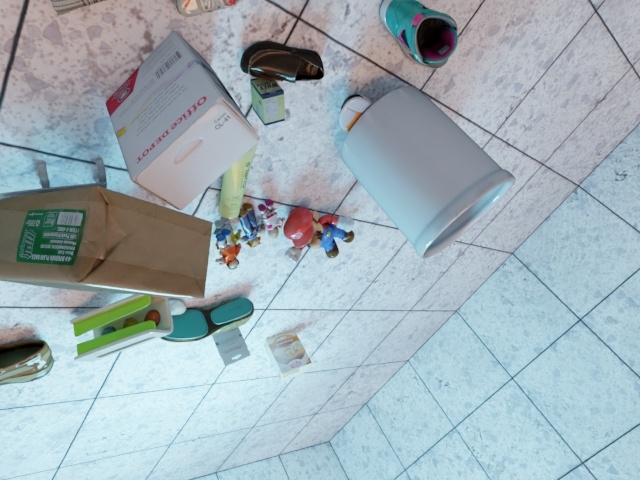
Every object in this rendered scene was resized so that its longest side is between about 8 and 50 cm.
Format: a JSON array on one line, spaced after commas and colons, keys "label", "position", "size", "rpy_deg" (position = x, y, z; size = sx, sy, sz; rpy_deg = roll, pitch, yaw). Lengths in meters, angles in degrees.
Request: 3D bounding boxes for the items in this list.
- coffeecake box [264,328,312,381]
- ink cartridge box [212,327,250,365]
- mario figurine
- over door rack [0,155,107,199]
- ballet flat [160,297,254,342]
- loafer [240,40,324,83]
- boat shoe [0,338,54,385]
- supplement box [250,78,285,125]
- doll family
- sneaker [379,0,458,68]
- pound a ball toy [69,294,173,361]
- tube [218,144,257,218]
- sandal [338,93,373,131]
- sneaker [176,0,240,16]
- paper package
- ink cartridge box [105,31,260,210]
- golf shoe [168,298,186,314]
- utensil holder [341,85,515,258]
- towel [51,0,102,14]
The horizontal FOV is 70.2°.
[{"label": "coffeecake box", "position": [-0.142, 0.498, 1.981], "size": [0.142, 0.185, 0.068], "rpy_deg": [-15, 140, -25]}, {"label": "ink cartridge box", "position": [-0.338, 0.393, 1.712], "size": [0.104, 0.180, 0.060], "rpy_deg": [-20, 142, -18]}, {"label": "mario figurine", "position": [0.000, 0.000, 1.531], "size": [0.320, 0.170, 0.198], "rpy_deg": [16, 87, -56]}, {"label": "over door rack", "position": [-0.619, -0.071, 1.042], "size": [0.239, 0.108, 0.324], "rpy_deg": [-11, 152, -29]}, {"label": "ballet flat", "position": [-0.404, 0.295, 1.616], "size": [0.348, 0.123, 0.123], "rpy_deg": [-14, 140, -25]}, {"label": "loafer", "position": [-0.080, -0.416, 1.076], "size": [0.219, 0.078, 0.080], "rpy_deg": [-12, 139, -28]}, {"label": "boat shoe", "position": [-0.928, 0.347, 1.264], "size": [0.323, 0.122, 0.120], "rpy_deg": [-12, 134, -40]}, {"label": "supplement box", "position": [-0.129, -0.343, 1.116], "size": [0.056, 0.083, 0.083], "rpy_deg": [-21, 143, -19]}, {"label": "doll family", "position": [-0.237, -0.023, 1.400], "size": [0.263, 0.118, 0.163], "rpy_deg": [-38, 142, -27]}, {"label": "sneaker", "position": [0.291, -0.510, 1.176], "size": [0.295, 0.178, 0.124], "rpy_deg": [16, 121, -47]}, {"label": "pound a ball toy", "position": [-0.570, 0.211, 1.351], "size": [0.319, 0.208, 0.136], "rpy_deg": [-21, 161, 11]}, {"label": "tube", "position": [-0.236, -0.172, 1.255], "size": [0.070, 0.062, 0.240], "rpy_deg": [-55, 167, -56]}, {"label": "sandal", "position": [0.112, -0.365, 1.300], "size": [0.102, 0.076, 0.265], "rpy_deg": [-45, 162, 24]}, {"label": "sneaker", "position": [-0.206, -0.486, 0.900], "size": [0.161, 0.075, 0.057], "rpy_deg": [-29, 144, -9]}, {"label": "paper package", "position": [-0.433, 0.019, 0.910], "size": [0.324, 0.168, 0.309], "rpy_deg": [0, 170, 29]}, {"label": "ink cartridge box", "position": [-0.287, -0.245, 0.915], "size": [0.226, 0.306, 0.131], "rpy_deg": [-40, 144, 8]}, {"label": "golf shoe", "position": [-0.509, 0.234, 1.478], "size": [0.176, 0.086, 0.069], "rpy_deg": [17, 118, -49]}, {"label": "utensil holder", "position": [0.293, -0.197, 1.299], "size": [0.327, 0.385, 0.328], "rpy_deg": [-33, 162, -13]}, {"label": "towel", "position": [-0.353, -0.562, 0.716], "size": [0.312, 0.056, 0.324], "rpy_deg": [-26, 143, -12]}]
